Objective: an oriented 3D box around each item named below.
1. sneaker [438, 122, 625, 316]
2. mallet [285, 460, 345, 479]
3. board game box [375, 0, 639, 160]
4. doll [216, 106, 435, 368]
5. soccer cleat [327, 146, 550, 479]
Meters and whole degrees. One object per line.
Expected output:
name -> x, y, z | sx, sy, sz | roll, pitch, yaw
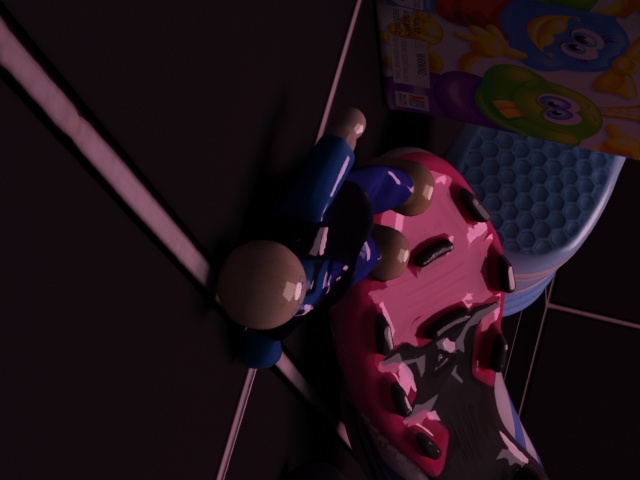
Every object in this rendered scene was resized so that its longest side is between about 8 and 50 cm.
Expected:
sneaker -> 0.157, -0.085, 1.056 | 0.319, 0.127, 0.208 | -52, 174, -22
mallet -> -0.030, 0.199, 0.834 | 0.189, 0.039, 0.062 | -59, 160, -45
board game box -> 0.182, -0.137, 0.852 | 0.142, 0.275, 0.144 | 79, 27, -63
doll -> 0.000, 0.000, 0.716 | 0.189, 0.046, 0.129 | -29, 141, -65
soccer cleat -> 0.050, 0.082, 0.940 | 0.116, 0.143, 0.331 | -34, 126, -23
